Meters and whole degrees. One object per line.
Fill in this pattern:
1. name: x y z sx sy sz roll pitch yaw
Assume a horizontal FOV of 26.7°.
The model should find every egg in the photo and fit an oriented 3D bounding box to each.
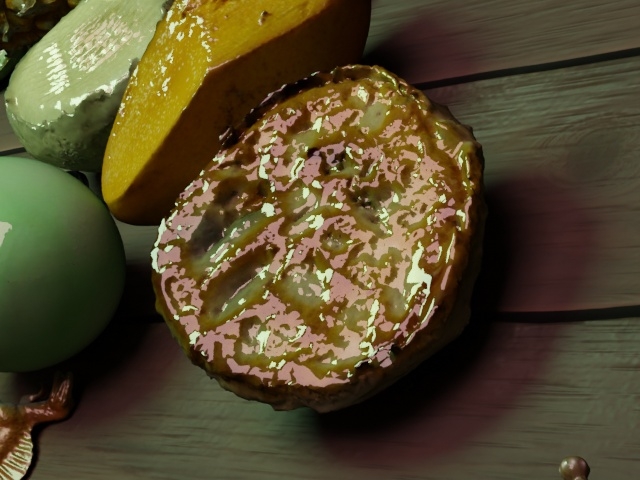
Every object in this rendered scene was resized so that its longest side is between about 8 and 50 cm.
1. egg: -0.314 0.024 1.376 0.269 0.220 0.220 3 55 47

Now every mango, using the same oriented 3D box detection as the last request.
1. mango: -0.088 -0.152 1.357 0.350 0.199 0.201 -54 11 2

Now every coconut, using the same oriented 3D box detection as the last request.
1. coconut: -0.485 -0.269 2.008 0.158 0.055 0.133 11 62 51

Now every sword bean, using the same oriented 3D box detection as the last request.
1. sword bean: 0.059 0.100 1.116 0.012 0.012 0.083 -42 34 1

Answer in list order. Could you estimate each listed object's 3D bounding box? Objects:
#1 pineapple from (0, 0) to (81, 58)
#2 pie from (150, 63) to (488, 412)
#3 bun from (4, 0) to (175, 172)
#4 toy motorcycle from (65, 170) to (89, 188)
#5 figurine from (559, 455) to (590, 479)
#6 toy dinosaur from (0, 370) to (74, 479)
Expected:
1. pineapple: -0.375 -0.418 1.805 0.300 0.352 0.352 -13 39 4
2. pie: 0.000 0.000 1.129 0.315 0.092 0.315 -9 60 17
3. bun: -0.238 -0.175 1.581 0.259 0.152 0.259 -21 42 20
4. toy motorcycle: -0.354 0.014 1.566 0.228 0.074 0.151 -32 44 13
5. figurine: 0.183 0.265 0.686 0.207 0.166 0.387 -11 46 14
6. toy dinosaur: -0.334 0.222 1.355 0.142 0.057 0.212 9 69 26
